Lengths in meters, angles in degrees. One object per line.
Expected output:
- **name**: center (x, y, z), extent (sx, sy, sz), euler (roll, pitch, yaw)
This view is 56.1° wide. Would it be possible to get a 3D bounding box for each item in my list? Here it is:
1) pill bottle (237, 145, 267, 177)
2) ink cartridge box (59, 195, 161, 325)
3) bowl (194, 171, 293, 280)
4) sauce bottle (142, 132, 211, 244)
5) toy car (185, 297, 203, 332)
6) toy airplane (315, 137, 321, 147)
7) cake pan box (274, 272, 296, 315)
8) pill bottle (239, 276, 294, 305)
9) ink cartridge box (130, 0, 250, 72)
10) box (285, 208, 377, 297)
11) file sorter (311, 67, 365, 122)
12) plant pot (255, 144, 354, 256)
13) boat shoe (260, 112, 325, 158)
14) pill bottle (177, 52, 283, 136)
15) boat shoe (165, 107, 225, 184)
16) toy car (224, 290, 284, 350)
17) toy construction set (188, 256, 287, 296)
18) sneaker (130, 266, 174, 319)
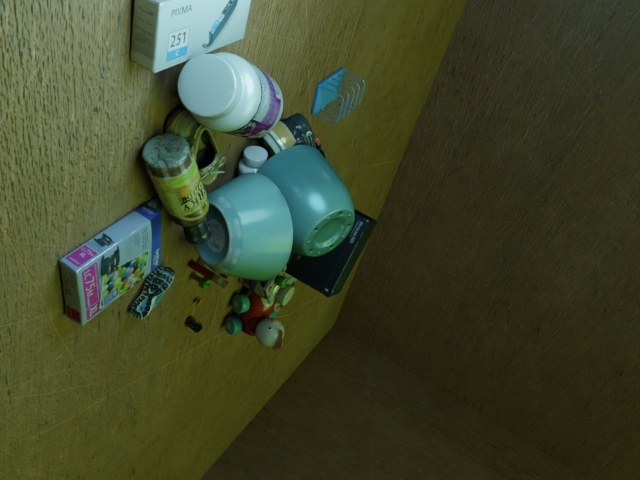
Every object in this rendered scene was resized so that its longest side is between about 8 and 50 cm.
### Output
- **pill bottle**: center (-0.200, -0.193, 1.780), extent (0.094, 0.094, 0.169), euler (-47, 160, -42)
- **ink cartridge box**: center (-0.465, 0.040, 1.411), extent (0.311, 0.065, 0.185), euler (-48, 161, -45)
- **bowl**: center (-0.240, -0.028, 1.659), extent (0.163, 0.311, 0.311), euler (-10, 132, -45)
- **sauce bottle**: center (-0.327, -0.109, 1.441), extent (0.111, 0.111, 0.344), euler (-54, 160, -24)
- **toy car**: center (-0.407, 0.249, 2.015), extent (0.122, 0.060, 0.040), euler (-58, -161, 19)
- **toy airplane**: center (-0.040, -0.310, 2.223), extent (0.151, 0.028, 0.151), euler (-53, 162, -25)
- **cake pan box**: center (-0.209, 0.231, 2.613), extent (0.245, 0.070, 0.267), euler (-62, 164, -2)
- **pill bottle**: center (-0.199, 0.163, 2.261), extent (0.108, 0.194, 0.108), euler (-55, 165, -23)
- **ink cartridge box**: center (-0.235, -0.490, 1.160), extent (0.296, 0.066, 0.261), euler (-45, 160, -47)
- **box**: center (0.000, 0.000, 2.383), extent (0.343, 0.313, 0.179), euler (-62, 165, 9)
- **file sorter**: center (0.064, -0.496, 2.067), extent (0.170, 0.104, 0.118), euler (-46, 159, -43)
- **plant pot**: center (-0.041, -0.094, 1.765), extent (0.293, 0.235, 0.293), euler (-30, 148, -21)
- **boat shoe**: center (-0.057, -0.246, 1.963), extent (0.156, 0.187, 0.500), euler (-38, 157, -5)
- **pill bottle**: center (-0.198, -0.320, 1.336), extent (0.169, 0.169, 0.301), euler (-63, 172, 10)
- **boat shoe**: center (-0.293, -0.205, 1.456), extent (0.104, 0.089, 0.285), euler (-57, 165, -15)
- **toy car**: center (-0.208, 0.319, 2.335), extent (0.219, 0.238, 0.210), euler (-11, 131, -47)
- **toy construction set**: center (-0.233, 0.080, 1.905), extent (0.309, 0.237, 0.257), euler (-40, 155, -52)
- **sneaker**: center (-0.461, 0.140, 1.651), extent (0.162, 0.063, 0.073), euler (-54, -178, -8)
